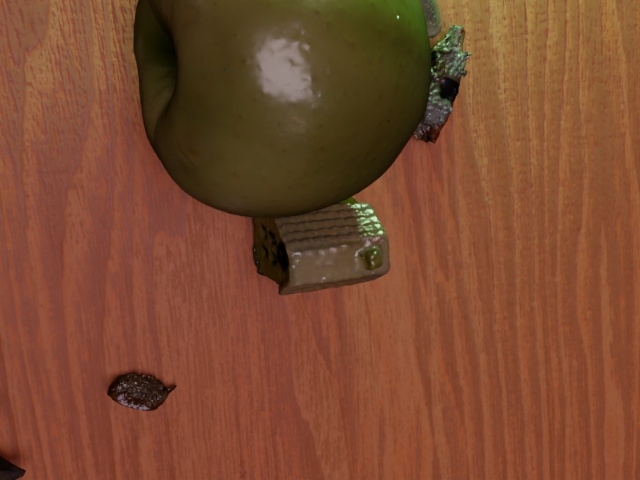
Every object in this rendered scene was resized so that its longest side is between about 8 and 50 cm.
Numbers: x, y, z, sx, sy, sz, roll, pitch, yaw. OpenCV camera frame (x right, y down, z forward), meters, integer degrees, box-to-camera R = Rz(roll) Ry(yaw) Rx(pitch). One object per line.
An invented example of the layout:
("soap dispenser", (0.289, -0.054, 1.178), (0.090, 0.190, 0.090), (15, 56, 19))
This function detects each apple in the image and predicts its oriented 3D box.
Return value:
("apple", (-0.054, -0.261, 1.087), (0.474, 0.473, 0.473), (-3, 101, -17))

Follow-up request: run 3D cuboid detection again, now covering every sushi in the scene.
("sushi", (-0.325, 0.272, 1.303), (0.120, 0.052, 0.055), (20, 109, -18))
("sushi", (0.215, -0.297, 1.340), (0.097, 0.103, 0.226), (17, 93, -3))

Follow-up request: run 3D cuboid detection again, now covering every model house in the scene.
("model house", (0.000, 0.000, 1.255), (0.193, 0.234, 0.174), (-6, 102, -18))

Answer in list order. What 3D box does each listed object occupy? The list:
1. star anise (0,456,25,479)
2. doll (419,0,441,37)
("star anise", (-0.658, 0.375, 1.185), (0.315, 0.108, 0.315), (-4, 104, -15))
("doll", (0.143, -0.475, 1.269), (0.175, 0.149, 0.278), (-51, 129, -37))
